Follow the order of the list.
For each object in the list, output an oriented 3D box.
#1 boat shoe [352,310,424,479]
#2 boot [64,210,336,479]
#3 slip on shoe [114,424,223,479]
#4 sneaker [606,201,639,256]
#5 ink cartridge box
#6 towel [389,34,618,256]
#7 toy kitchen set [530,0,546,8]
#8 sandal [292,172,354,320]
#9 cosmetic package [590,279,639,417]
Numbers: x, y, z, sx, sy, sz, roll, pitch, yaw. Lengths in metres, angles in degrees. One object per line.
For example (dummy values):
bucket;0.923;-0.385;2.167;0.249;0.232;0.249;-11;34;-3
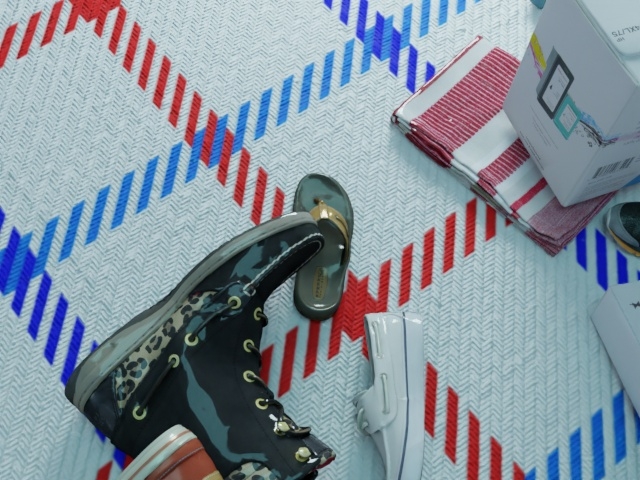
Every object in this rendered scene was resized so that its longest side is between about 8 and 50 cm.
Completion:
boat shoe;0.083;0.209;1.037;0.088;0.096;0.268;3;63;2
boot;-0.085;0.166;1.019;0.377;0.138;0.284;-37;71;-15
slip on shoe;-0.225;0.349;0.886;0.101;0.123;0.331;41;92;12
sneaker;0.515;-0.015;1.182;0.214;0.083;0.084;15;66;5
ink cartridge box;0.407;-0.218;1.131;0.198;0.270;0.197;-17;64;-15
towel;0.298;-0.157;1.262;0.329;0.037;0.237;41;67;15
toy kitchen set;0.435;-0.401;1.317;0.207;0.166;0.122;23;65;7
sandal;0.000;0.000;1.149;0.089;0.060;0.219;7;64;-1
cosmetic package;0.556;0.205;1.048;0.284;0.097;0.377;-10;57;-11
